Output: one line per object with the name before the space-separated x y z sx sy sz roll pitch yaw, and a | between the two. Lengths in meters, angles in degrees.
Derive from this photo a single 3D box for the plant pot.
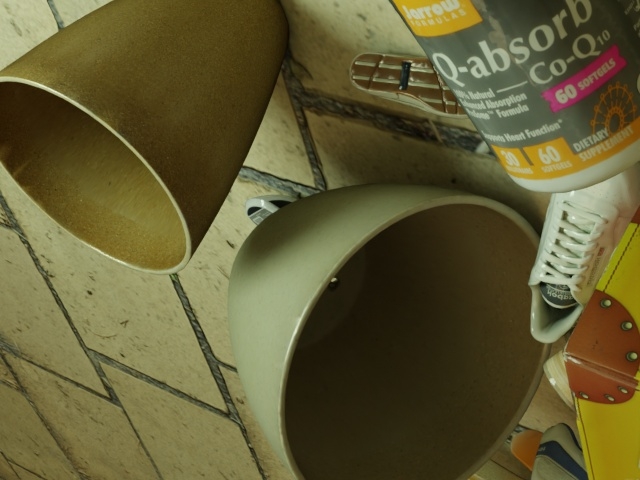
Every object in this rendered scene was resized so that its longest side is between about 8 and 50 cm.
plant pot | -0.147 -0.140 1.162 0.237 0.254 0.237 26 150 17

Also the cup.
cup | 0.036 0.076 1.260 0.237 0.331 0.331 31 156 49

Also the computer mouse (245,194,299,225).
computer mouse | 0.000 0.000 1.431 0.193 0.042 0.106 38 156 -15

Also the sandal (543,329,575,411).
sandal | 0.279 0.106 1.182 0.079 0.240 0.088 -39 79 18

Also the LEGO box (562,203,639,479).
LEGO box | 0.471 0.188 0.988 0.500 0.193 0.372 20 154 28

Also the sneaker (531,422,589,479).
sneaker | 0.374 0.268 1.341 0.296 0.131 0.112 8 170 5

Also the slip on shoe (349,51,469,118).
slip on shoe | 0.093 -0.140 1.126 0.135 0.051 0.041 12 -177 24

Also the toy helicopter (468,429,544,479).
toy helicopter | 0.243 0.313 1.521 0.355 0.140 0.235 32 146 9

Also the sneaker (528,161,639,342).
sneaker | 0.234 -0.002 1.111 0.090 0.095 0.235 27 145 25

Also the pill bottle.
pill bottle | 0.137 -0.182 0.888 0.162 0.162 0.278 -5 131 51
